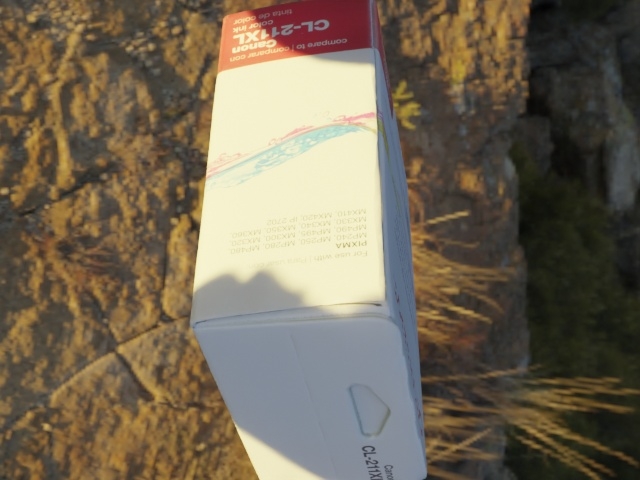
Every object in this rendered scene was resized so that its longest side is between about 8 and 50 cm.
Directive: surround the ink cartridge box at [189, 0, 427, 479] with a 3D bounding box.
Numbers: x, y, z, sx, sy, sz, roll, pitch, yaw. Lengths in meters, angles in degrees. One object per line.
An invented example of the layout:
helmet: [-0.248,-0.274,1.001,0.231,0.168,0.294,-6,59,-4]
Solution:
ink cartridge box: [0.000,0.000,0.432,0.127,0.072,0.175,76,11,-47]
